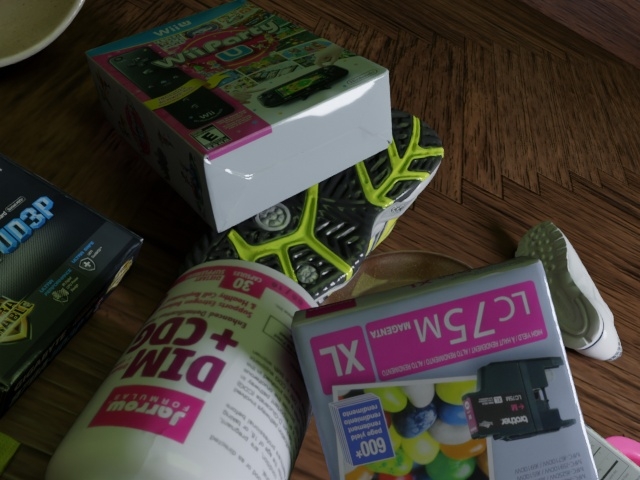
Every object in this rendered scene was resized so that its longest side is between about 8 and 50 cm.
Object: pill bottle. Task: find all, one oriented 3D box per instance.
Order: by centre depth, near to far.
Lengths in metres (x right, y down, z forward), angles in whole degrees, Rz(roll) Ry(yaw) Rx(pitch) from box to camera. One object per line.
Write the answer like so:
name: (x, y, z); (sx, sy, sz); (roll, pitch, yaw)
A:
pill bottle: (-0.099, 0.154, 0.525); (0.160, 0.160, 0.283); (30, 37, -4)

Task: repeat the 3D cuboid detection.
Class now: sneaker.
sneaker: (0.000, 0.000, 0.800); (0.145, 0.147, 0.384); (43, 57, 17)
sneaker: (0.361, 0.073, 1.030); (0.095, 0.090, 0.235); (24, 39, -32)

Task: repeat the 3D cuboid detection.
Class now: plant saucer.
plant saucer: (0.094, 0.081, 0.793); (0.198, 0.036, 0.198); (-6, 35, 4)

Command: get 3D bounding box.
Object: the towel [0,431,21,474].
towel: (-0.345, 0.127, 0.495); (0.237, 0.021, 0.102); (29, 38, -6)

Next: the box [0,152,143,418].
box: (-0.288, 0.028, 0.622); (0.175, 0.051, 0.220); (31, 37, -2)

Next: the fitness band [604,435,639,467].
fitness band: (0.405, 0.342, 0.768); (0.209, 0.054, 0.291); (-15, 56, -44)

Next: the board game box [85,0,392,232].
board game box: (-0.100, -0.161, 0.798); (0.224, 0.097, 0.303); (-28, 43, -23)

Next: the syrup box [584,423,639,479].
syrup box: (0.237, 0.222, 0.691); (0.237, 0.096, 0.093); (38, 0, 26)

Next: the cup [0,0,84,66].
cup: (-0.454, -0.381, 0.787); (0.237, 0.331, 0.331); (23, 29, 31)

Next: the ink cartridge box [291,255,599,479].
ink cartridge box: (0.106, 0.183, 0.518); (0.065, 0.186, 0.311); (-66, 141, -86)
